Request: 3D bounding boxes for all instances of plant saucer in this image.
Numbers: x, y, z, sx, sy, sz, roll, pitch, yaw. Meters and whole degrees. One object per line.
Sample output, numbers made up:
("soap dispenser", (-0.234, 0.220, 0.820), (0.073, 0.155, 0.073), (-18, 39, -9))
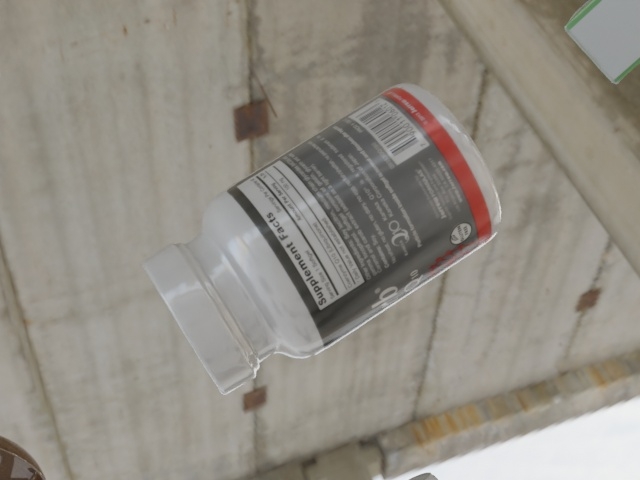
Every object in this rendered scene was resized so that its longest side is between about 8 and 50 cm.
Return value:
("plant saucer", (-0.466, 0.311, 1.433), (0.198, 0.036, 0.199), (5, -42, 5))

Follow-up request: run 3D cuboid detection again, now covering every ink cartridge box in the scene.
("ink cartridge box", (0.372, -0.277, 1.206), (0.154, 0.093, 0.212), (-44, -1, 24))

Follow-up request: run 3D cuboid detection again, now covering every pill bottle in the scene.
("pill bottle", (0.000, 0.000, 1.159), (0.363, 0.210, 0.210), (-32, -36, -9))

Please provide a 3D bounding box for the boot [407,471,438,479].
("boot", (0.083, 0.437, 1.445), (0.258, 0.123, 0.095), (-27, -3, -20))
